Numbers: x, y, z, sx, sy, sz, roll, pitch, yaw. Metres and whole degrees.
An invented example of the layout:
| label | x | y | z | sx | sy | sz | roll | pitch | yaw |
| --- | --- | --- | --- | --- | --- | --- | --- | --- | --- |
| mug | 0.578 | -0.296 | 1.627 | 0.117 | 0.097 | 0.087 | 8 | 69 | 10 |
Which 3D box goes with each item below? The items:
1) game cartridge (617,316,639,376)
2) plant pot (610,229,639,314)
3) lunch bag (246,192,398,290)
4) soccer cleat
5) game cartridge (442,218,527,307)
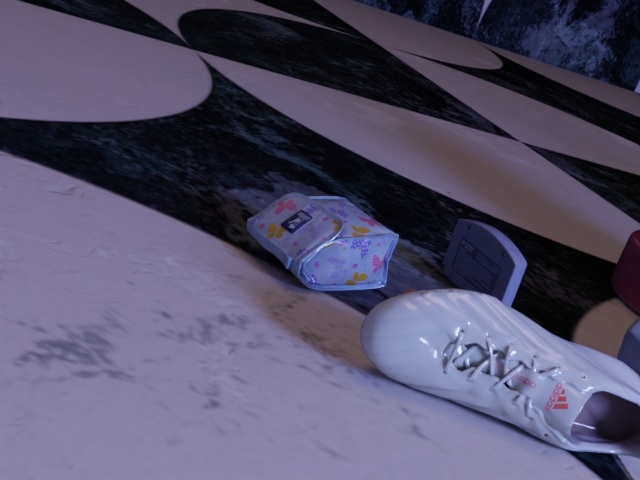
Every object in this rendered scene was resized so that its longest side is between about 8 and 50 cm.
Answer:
| label | x | y | z | sx | sy | sz | roll | pitch | yaw |
| --- | --- | --- | --- | --- | --- | --- | --- | --- | --- |
| game cartridge | 0.370 | 0.080 | 0.873 | 0.294 | 0.060 | 0.196 | -15 | 40 | -29 |
| plant pot | 0.389 | -0.001 | 1.075 | 0.201 | 0.180 | 0.201 | 20 | 16 | -6 |
| lunch bag | 0.000 | 0.000 | 0.830 | 0.083 | 0.053 | 0.071 | -3 | 26 | -34 |
| soccer cleat | 0.118 | 0.080 | 0.706 | 0.196 | 0.068 | 0.076 | 18 | 20 | -19 |
| game cartridge | 0.125 | 0.018 | 0.914 | 0.017 | 0.056 | 0.083 | 2 | 25 | -29 |
